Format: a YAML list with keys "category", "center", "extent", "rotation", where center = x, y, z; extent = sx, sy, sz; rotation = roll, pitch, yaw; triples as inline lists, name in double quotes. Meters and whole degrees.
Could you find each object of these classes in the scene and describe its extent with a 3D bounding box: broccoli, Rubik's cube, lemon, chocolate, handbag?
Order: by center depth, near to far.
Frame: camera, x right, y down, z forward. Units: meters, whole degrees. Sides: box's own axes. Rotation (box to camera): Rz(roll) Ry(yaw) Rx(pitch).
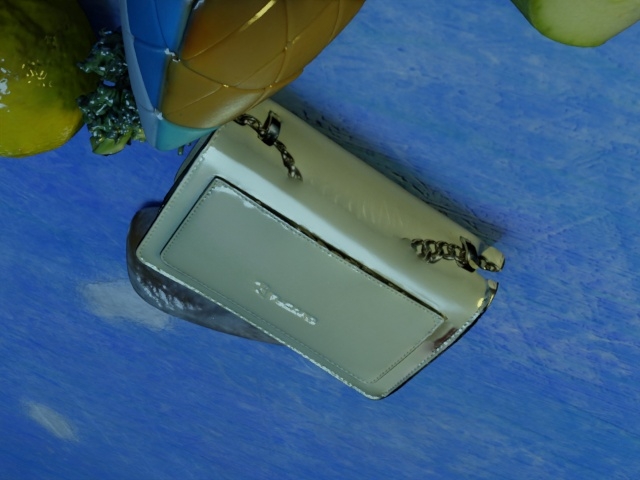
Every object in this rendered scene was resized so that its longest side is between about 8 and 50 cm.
- category: "Rubik's cube"
  center: [-0.080, -0.244, 0.889]
  extent: [0.254, 0.254, 0.254]
  rotation: [16, 143, 13]
- category: "broccoli"
  center: [-0.189, -0.149, 1.027]
  extent: [0.155, 0.167, 0.160]
  rotation: [15, 134, -29]
- category: "lemon"
  center: [-0.333, -0.187, 1.058]
  extent: [0.192, 0.192, 0.231]
  rotation: [22, 143, 5]
- category: "handbag"
  center: [0.000, 0.000, 1.130]
  extent: [0.359, 0.160, 0.237]
  rotation: [32, 138, -11]
- category: "chocolate"
  center: [-0.134, 0.065, 1.347]
  extent: [0.303, 0.100, 0.185]
  rotation: [18, 141, 6]

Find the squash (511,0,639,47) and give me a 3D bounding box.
- category: "squash"
  center: [0.206, -0.280, 0.770]
  extent: [0.204, 0.155, 0.237]
  rotation: [0, 154, -30]
